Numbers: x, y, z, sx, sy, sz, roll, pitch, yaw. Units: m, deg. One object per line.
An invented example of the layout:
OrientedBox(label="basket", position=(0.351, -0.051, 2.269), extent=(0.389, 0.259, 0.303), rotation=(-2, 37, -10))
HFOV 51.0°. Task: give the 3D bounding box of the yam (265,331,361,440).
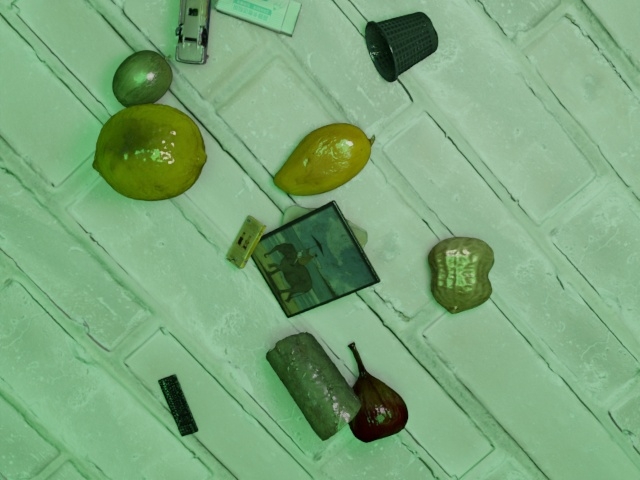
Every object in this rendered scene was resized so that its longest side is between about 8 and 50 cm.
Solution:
OrientedBox(label="yam", position=(-0.015, 0.412, 1.918), extent=(0.168, 0.168, 0.304), rotation=(-39, 70, 3))

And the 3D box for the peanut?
OrientedBox(label="peanut", position=(0.413, 0.104, 1.975), extent=(0.196, 0.110, 0.233), rotation=(-1, 96, -3))

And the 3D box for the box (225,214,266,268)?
OrientedBox(label="box", position=(-0.218, 0.006, 1.951), extent=(0.073, 0.020, 0.149), rotation=(34, 97, 36))

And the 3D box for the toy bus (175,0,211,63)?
OrientedBox(label="toy bus", position=(-0.339, -0.618, 1.832), extent=(0.090, 0.112, 0.274), rotation=(7, 97, -2))

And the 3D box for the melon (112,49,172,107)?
OrientedBox(label="melon", position=(-0.483, -0.446, 1.838), extent=(0.192, 0.139, 0.139), rotation=(-40, 98, 1))

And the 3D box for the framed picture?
OrientedBox(label="framed picture", position=(-0.030, 0.062, 1.906), extent=(0.347, 0.016, 0.265), rotation=(-24, 100, 32))

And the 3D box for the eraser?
OrientedBox(label="eraser", position=(-0.172, -0.649, 1.868), extent=(0.225, 0.052, 0.096), rotation=(18, 94, -4))

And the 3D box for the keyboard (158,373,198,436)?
OrientedBox(label="keyboard", position=(-0.430, 0.502, 2.034), extent=(0.060, 0.018, 0.195), rotation=(-20, 98, 3))

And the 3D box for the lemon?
OrientedBox(label="lemon", position=(-0.462, -0.236, 1.806), extent=(0.321, 0.268, 0.268), rotation=(1, 98, 2))

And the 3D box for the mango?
OrientedBox(label="mango", position=(0.012, -0.227, 1.905), extent=(0.317, 0.119, 0.176), rotation=(-31, 106, 7))

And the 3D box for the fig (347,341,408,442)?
OrientedBox(label="fig", position=(0.127, 0.468, 1.995), extent=(0.190, 0.190, 0.290), rotation=(-43, 81, 3))

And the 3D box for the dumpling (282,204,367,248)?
OrientedBox(label="dumpling", position=(0.000, 0.000, 1.931), extent=(0.252, 0.131, 0.179), rotation=(23, 103, -2))

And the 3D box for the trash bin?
OrientedBox(label="trash bin", position=(0.230, -0.551, 1.856), extent=(0.161, 0.175, 0.175), rotation=(-28, 99, -10))
